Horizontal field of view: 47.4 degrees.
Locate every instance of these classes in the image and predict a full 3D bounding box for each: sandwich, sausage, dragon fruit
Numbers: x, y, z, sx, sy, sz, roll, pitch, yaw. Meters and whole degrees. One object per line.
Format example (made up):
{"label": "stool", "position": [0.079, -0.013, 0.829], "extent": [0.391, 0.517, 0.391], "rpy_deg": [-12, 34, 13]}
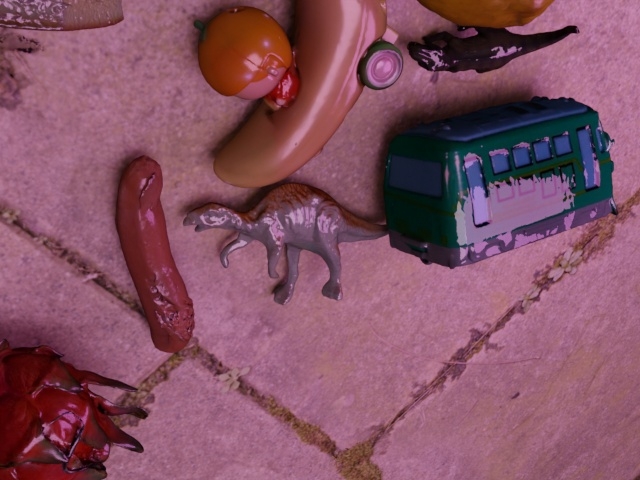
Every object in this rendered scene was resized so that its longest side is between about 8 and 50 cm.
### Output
{"label": "sandwich", "position": [-0.308, -0.261, 0.708], "extent": [0.257, 0.096, 0.094], "rpy_deg": [-4, 116, -31]}
{"label": "sausage", "position": [-0.217, 0.029, 0.958], "extent": [0.078, 0.078, 0.305], "rpy_deg": [-20, 126, -18]}
{"label": "dragon fruit", "position": [-0.357, 0.232, 0.920], "extent": [0.274, 0.193, 0.192], "rpy_deg": [31, 108, -12]}

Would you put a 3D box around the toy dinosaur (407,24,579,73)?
{"label": "toy dinosaur", "position": [0.219, -0.240, 0.968], "extent": [0.187, 0.179, 0.087], "rpy_deg": [-24, 128, -12]}

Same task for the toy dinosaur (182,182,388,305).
{"label": "toy dinosaur", "position": [0.000, 0.000, 1.063], "extent": [0.392, 0.092, 0.206], "rpy_deg": [-13, 120, -20]}

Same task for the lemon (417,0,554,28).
{"label": "lemon", "position": [0.175, -0.384, 0.795], "extent": [0.285, 0.285, 0.316], "rpy_deg": [-12, 130, -24]}

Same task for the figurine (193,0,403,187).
{"label": "figurine", "position": [-0.042, -0.208, 0.877], "extent": [0.222, 0.124, 0.325], "rpy_deg": [23, 110, -38]}

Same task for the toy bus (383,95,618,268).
{"label": "toy bus", "position": [0.265, -0.097, 1.076], "extent": [0.343, 0.183, 0.200], "rpy_deg": [-16, 108, -27]}
